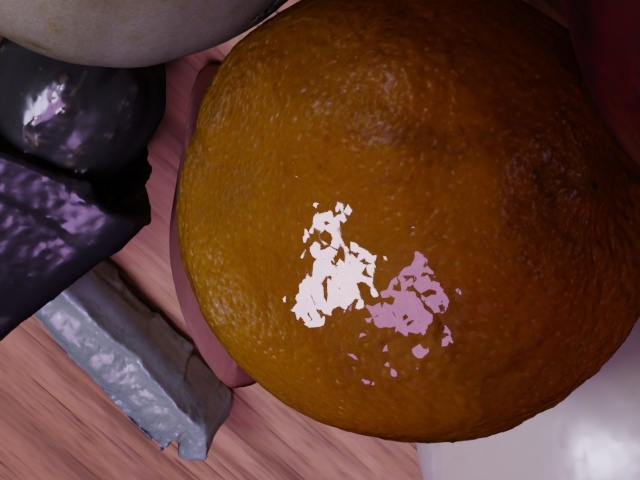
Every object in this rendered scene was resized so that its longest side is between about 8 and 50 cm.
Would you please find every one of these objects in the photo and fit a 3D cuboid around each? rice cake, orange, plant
[{"bbox_3d":[-0.186,0.038,1.496,0.063,0.066,0.336,-22,119,37],"label":"rice cake"},{"bbox_3d":[0.046,-0.017,1.071,0.264,0.264,0.264,13,134,14],"label":"orange"},{"bbox_3d":[-0.201,-0.050,1.351,0.164,0.142,0.256,30,113,-18],"label":"plant"}]

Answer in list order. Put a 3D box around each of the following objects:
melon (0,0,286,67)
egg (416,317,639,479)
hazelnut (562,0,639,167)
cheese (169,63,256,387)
[{"bbox_3d":[-0.100,-0.229,1.068,0.268,0.268,0.330,27,143,0],"label":"melon"},{"bbox_3d":[0.211,0.113,1.234,0.345,0.283,0.283,-14,123,40],"label":"egg"},{"bbox_3d":[0.325,-0.140,0.897,0.429,0.402,0.402,8,133,27],"label":"hazelnut"},{"bbox_3d":[-0.023,0.008,1.314,0.203,0.177,0.128,22,135,5],"label":"cheese"}]
